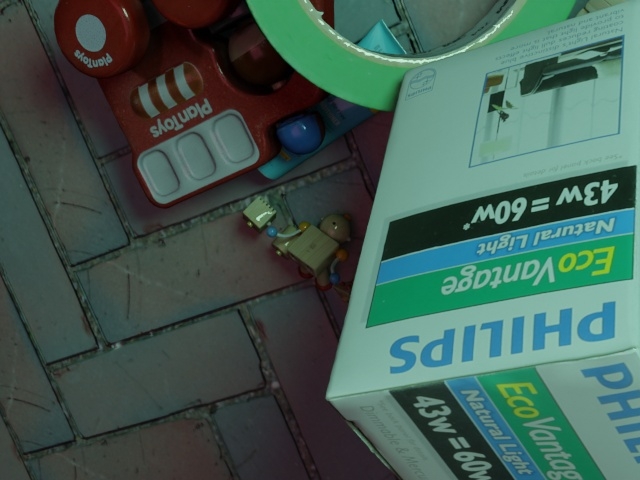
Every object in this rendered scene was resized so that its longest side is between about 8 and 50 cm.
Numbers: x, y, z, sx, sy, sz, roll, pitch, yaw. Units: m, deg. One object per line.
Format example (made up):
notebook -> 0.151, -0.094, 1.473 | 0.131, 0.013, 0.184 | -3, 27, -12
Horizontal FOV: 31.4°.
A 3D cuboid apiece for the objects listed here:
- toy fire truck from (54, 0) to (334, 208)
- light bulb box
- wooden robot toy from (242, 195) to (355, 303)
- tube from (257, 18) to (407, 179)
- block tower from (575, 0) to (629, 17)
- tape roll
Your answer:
toy fire truck -> -0.108, -0.189, 1.185 | 0.302, 0.169, 0.253 | -20, 101, 30
light bulb box -> 0.213, 0.070, 0.925 | 0.225, 0.361, 0.358 | -14, 130, 30
wooden robot toy -> 0.000, 0.000, 1.262 | 0.173, 0.076, 0.079 | 37, 76, 23
tube -> 0.012, -0.142, 1.212 | 0.207, 0.052, 0.080 | -36, 100, 25
block tower -> 0.299, -0.210, 1.017 | 0.091, 0.097, 0.335 | 43, 119, 7
tape roll -> 0.079, -0.279, 1.026 | 0.321, 0.077, 0.321 | -1, 103, -4
